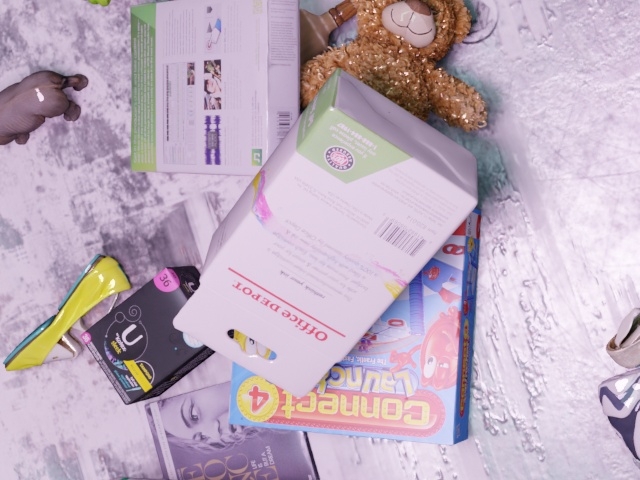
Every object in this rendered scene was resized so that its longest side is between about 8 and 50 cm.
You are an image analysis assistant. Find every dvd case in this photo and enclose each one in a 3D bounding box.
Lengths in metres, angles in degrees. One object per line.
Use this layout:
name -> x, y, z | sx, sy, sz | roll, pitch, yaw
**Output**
dvd case -> -0.125, 0.279, 1.780 | 0.221, 0.018, 0.164 | -17, 86, 17

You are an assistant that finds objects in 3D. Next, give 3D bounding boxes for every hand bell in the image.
hand bell -> 0.028, -0.300, 1.697 | 0.242, 0.126, 0.126 | -33, 81, 2

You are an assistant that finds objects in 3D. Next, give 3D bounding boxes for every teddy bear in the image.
teddy bear -> 0.075, -0.175, 1.604 | 0.245, 0.113, 0.338 | 36, 90, 19

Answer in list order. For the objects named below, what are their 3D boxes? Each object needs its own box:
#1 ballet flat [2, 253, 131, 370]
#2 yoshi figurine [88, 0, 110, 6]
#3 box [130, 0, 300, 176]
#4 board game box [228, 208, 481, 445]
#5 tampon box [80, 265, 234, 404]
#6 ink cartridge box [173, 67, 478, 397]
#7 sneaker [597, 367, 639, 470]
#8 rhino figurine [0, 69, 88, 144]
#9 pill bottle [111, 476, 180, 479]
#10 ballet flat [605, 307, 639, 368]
ballet flat -> -0.355, 0.121, 1.828 | 0.077, 0.077, 0.231 | 42, 101, -4
yoshi figurine -> -0.247, -0.424, 1.752 | 0.362, 0.203, 0.203 | 28, 129, 27
box -> -0.144, -0.201, 1.672 | 0.322, 0.058, 0.232 | 6, 97, 49
board game box -> 0.043, 0.100, 1.678 | 0.308, 0.086, 0.302 | 2, 87, 18
tampon box -> -0.218, 0.129, 1.764 | 0.161, 0.101, 0.120 | -38, 80, 14
ink cartridge box -> 0.000, 0.000, 1.519 | 0.207, 0.119, 0.353 | 32, 118, -14
sneaker -> 0.466, 0.212, 1.550 | 0.235, 0.094, 0.153 | -20, 86, 17
rhino figurine -> -0.451, -0.173, 1.834 | 0.243, 0.106, 0.073 | -24, 83, 16
pill bottle -> -0.112, 0.419, 1.676 | 0.361, 0.204, 0.204 | 1, 91, 15
ballet flat -> 0.414, 0.087, 1.579 | 0.052, 0.057, 0.168 | 31, 102, -21
